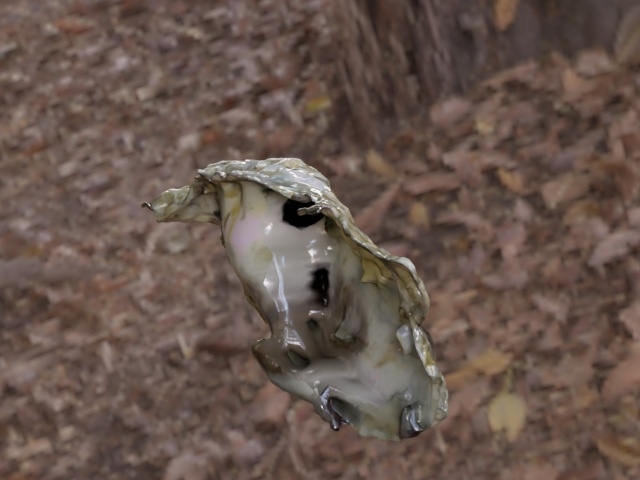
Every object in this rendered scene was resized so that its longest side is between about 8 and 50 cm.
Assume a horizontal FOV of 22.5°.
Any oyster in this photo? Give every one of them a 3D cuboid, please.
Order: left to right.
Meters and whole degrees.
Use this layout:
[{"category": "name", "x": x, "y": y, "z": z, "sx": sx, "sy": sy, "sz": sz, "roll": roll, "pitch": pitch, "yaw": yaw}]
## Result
[{"category": "oyster", "x": -0.003, "y": 0.001, "z": 0.611, "sx": 0.061, "sy": 0.106, "sz": 0.200, "roll": -10, "pitch": 41, "yaw": -25}]
